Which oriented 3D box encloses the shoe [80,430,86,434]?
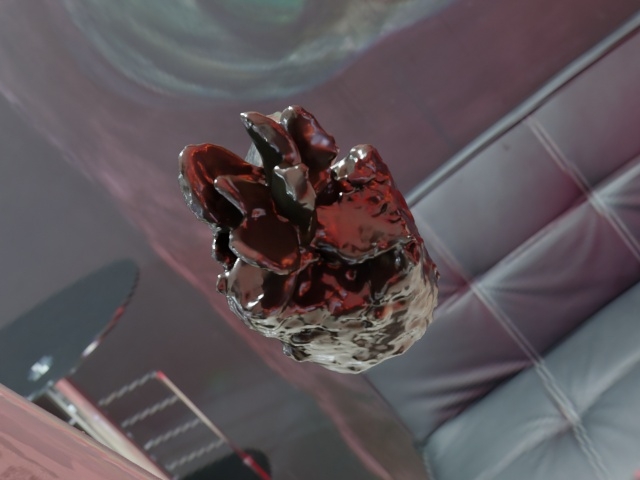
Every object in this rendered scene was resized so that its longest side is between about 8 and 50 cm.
[{"bbox_3d":[-0.215,0.199,0.915,0.169,0.071,0.099,47,111,36],"label":"shoe"}]

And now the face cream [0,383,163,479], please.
[{"bbox_3d":[-0.161,0.106,0.397,0.291,0.071,0.144,20,59,31],"label":"face cream"}]

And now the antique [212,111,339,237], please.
[{"bbox_3d":[-0.054,-0.065,1.389,0.183,0.086,0.088,-65,21,5],"label":"antique"}]

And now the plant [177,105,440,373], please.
[{"bbox_3d":[0.000,0.000,1.085,0.188,0.276,0.199,-27,50,13],"label":"plant"}]
